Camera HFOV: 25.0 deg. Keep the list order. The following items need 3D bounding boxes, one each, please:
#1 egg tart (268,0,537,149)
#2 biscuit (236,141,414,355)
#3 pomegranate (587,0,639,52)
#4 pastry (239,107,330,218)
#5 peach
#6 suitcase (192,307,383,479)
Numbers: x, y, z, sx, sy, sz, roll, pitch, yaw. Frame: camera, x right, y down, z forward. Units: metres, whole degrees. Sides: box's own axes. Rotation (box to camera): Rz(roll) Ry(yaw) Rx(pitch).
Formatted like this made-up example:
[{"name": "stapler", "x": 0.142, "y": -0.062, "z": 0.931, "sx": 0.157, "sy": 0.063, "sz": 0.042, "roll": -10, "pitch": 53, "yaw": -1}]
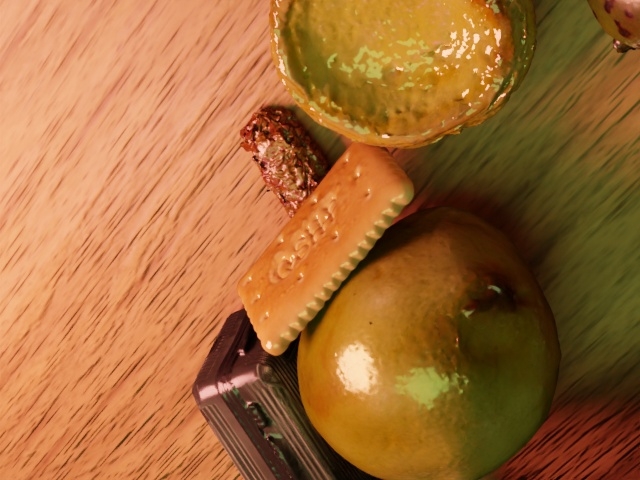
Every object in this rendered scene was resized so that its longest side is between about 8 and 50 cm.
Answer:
[{"name": "egg tart", "x": 0.088, "y": -0.237, "z": 1.543, "sx": 0.294, "sy": 0.123, "sz": 0.294, "roll": 7, "pitch": 125, "yaw": 10}, {"name": "biscuit", "x": -0.001, "y": 0.000, "z": 1.614, "sx": 0.030, "sy": 0.160, "sz": 0.250, "roll": 33, "pitch": 104, "yaw": -30}, {"name": "pomegranate", "x": 0.362, "y": -0.292, "z": 1.394, "sx": 0.211, "sy": 0.211, "sz": 0.263, "roll": 30, "pitch": 107, "yaw": -4}, {"name": "pastry", "x": -0.033, "y": -0.077, "z": 1.702, "sx": 0.087, "sy": 0.063, "sz": 0.169, "roll": -28, "pitch": 110, "yaw": 21}, {"name": "peach", "x": 0.118, "y": 0.128, "z": 1.632, "sx": 0.315, "sy": 0.281, "sz": 0.314, "roll": 6, "pitch": 110, "yaw": 61}, {"name": "suitcase", "x": -0.026, "y": 0.234, "z": 1.806, "sx": 0.128, "sy": 0.202, "sz": 0.312, "roll": -20, "pitch": 114, "yaw": 25}]
